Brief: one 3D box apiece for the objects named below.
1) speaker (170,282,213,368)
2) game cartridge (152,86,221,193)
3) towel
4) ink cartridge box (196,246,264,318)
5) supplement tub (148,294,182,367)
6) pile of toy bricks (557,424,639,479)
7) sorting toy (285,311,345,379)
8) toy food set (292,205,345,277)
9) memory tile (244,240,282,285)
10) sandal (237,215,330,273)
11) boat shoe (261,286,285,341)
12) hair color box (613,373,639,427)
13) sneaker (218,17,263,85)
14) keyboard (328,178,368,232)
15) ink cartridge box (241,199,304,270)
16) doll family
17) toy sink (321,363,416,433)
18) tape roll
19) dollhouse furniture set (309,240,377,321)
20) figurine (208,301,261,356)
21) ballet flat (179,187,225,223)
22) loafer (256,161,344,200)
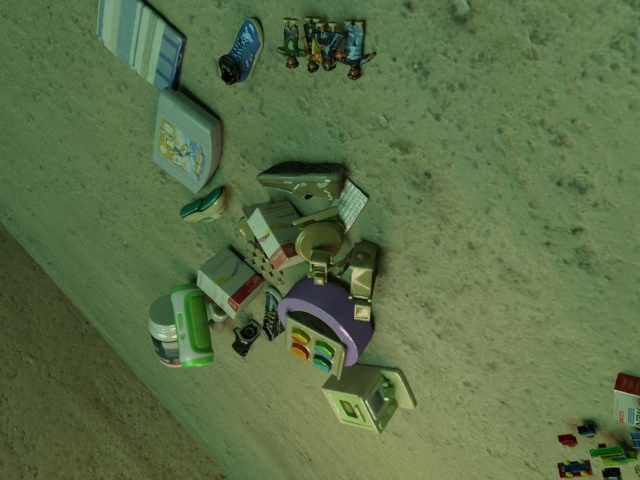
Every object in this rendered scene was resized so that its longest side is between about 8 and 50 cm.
[{"bbox_3d":[-0.475,0.315,1.840,0.131,0.131,0.297,-30,68,50],"label":"speaker"},{"bbox_3d":[-0.378,-0.265,1.406,0.198,0.062,0.297,40,142,6],"label":"game cartridge"},{"bbox_3d":[-0.475,-0.533,1.305,0.285,0.034,0.209,41,138,5],"label":"towel"},{"bbox_3d":[-0.295,0.136,1.614,0.176,0.127,0.128,40,148,7],"label":"ink cartridge box"},{"bbox_3d":[-0.597,0.373,2.042,0.191,0.191,0.272,26,136,24],"label":"supplement tub"},{"bbox_3d":[0.642,0.479,1.097,0.212,0.118,0.105,-22,135,33],"label":"pile of toy bricks"},{"bbox_3d":[-0.025,0.313,1.439,0.208,0.038,0.193,29,145,18],"label":"sorting toy"},{"bbox_3d":[0.000,0.000,1.236,0.039,0.132,0.192,-114,10,-53],"label":"toy food set"},{"bbox_3d":[-0.177,0.071,1.553,0.148,0.012,0.113,33,139,19],"label":"memory tile"},{"bbox_3d":[-0.112,0.018,1.387,0.302,0.086,0.120,30,142,17],"label":"sandal"},{"bbox_3d":[-0.159,0.244,1.623,0.065,0.083,0.183,12,129,36],"label":"boat shoe"},{"bbox_3d":[0.669,0.329,0.968,0.167,0.053,0.093,6,125,38],"label":"hair color box"},{"bbox_3d":[-0.180,-0.411,1.097,0.058,0.084,0.152,41,140,8],"label":"sneaker"},{"bbox_3d":[0.043,-0.050,1.251,0.072,0.014,0.256,41,140,8],"label":"keyboard"},{"bbox_3d":[-0.108,-0.032,1.297,0.198,0.115,0.067,57,134,14],"label":"ink cartridge box"},{"bbox_3d":[0.009,-0.371,0.969,0.192,0.076,0.111,18,128,27],"label":"doll family"},{"bbox_3d":[0.144,0.479,1.506,0.234,0.131,0.153,-5,119,44],"label":"toy sink"},{"bbox_3d":[0.011,0.237,1.433,0.274,0.090,0.275,26,145,21],"label":"tape roll"},{"bbox_3d":[0.057,0.096,1.261,0.160,0.101,0.182,7,130,10],"label":"dollhouse furniture set"},{"bbox_3d":[-0.336,0.332,1.862,0.215,0.092,0.209,41,145,9],"label":"figurine"},{"bbox_3d":[-0.340,-0.098,1.521,0.248,0.086,0.086,-12,113,48],"label":"ballet flat"},{"bbox_3d":[-0.052,-0.135,1.203,0.251,0.094,0.088,9,123,37],"label":"loafer"}]
